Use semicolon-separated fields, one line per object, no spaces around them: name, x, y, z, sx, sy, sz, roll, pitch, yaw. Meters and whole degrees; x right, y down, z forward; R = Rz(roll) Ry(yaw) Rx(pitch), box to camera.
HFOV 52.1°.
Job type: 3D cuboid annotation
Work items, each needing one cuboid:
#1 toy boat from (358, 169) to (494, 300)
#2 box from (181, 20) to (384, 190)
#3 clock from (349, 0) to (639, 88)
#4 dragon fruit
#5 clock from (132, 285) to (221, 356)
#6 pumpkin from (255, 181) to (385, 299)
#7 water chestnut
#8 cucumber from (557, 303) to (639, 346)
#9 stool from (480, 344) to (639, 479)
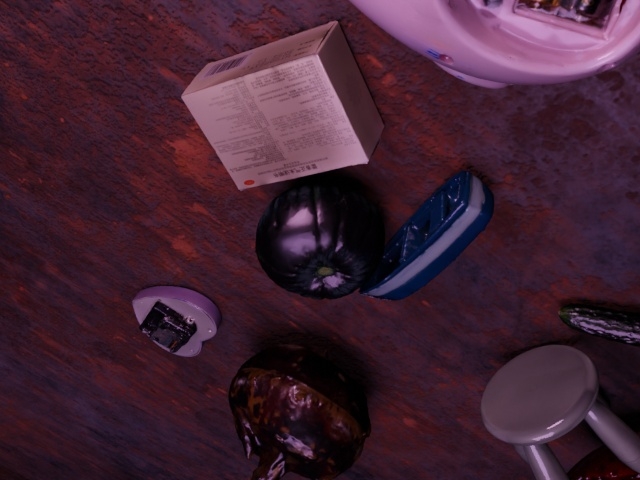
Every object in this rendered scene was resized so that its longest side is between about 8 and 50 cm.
toy boat;0.147;0.015;0.975;0.062;0.096;0.299;25;138;-14
box;-0.047;-0.171;0.874;0.212;0.095;0.168;-9;126;29
clock;0.140;-0.308;0.557;0.377;0.250;0.368;17;135;6
dragon fruit;0.606;0.371;1.104;0.344;0.100;0.282;-22;143;36
clock;-0.301;0.165;1.315;0.172;0.064;0.198;33;134;-11
pumpkin;0.000;0.000;0.984;0.202;0.140;0.202;-3;139;-3
water chestnut;-0.050;0.355;1.246;0.300;0.300;0.300;11;134;12
cucumber;0.467;0.130;0.980;0.215;0.052;0.058;7;113;16
stool;0.388;0.303;1.053;0.195;0.195;0.198;-35;107;6
